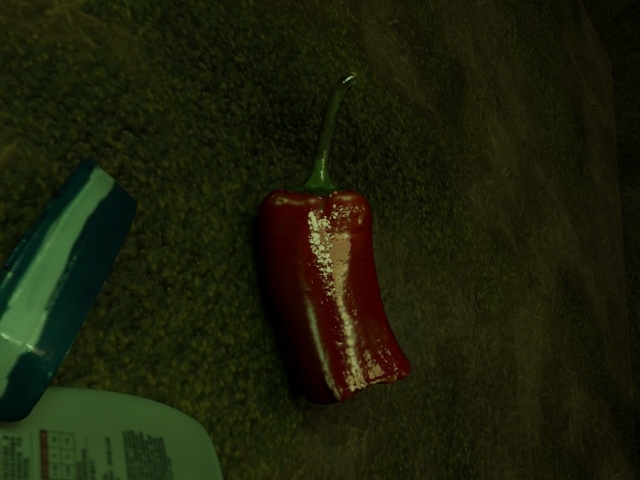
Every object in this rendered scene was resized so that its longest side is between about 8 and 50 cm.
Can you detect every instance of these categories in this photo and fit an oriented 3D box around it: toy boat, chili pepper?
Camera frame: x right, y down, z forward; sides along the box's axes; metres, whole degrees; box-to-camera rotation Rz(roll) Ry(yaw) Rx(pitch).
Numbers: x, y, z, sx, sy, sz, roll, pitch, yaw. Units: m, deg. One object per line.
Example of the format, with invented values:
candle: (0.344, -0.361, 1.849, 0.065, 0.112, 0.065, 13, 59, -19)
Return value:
toy boat: (-0.187, 0.013, 0.542, 0.061, 0.096, 0.299, 30, 23, -16)
chili pepper: (-0.005, 0.001, 0.818, 0.134, 0.131, 0.339, -14, 91, -31)

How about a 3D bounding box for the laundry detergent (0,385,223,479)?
laundry detergent: (-0.228, 0.192, 0.406, 0.397, 0.124, 0.264, 25, 42, -43)
